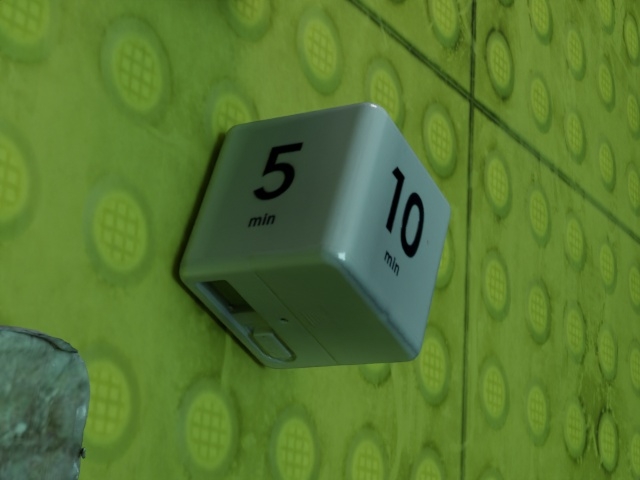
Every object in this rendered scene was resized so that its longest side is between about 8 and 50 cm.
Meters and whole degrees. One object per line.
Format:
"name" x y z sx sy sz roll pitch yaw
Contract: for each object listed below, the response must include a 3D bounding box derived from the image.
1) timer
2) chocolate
"timer" 0.000 0.000 1.325 0.192 0.194 0.195 51 45 -42
"chocolate" -0.291 0.143 0.909 0.303 0.100 0.185 16 81 -54
